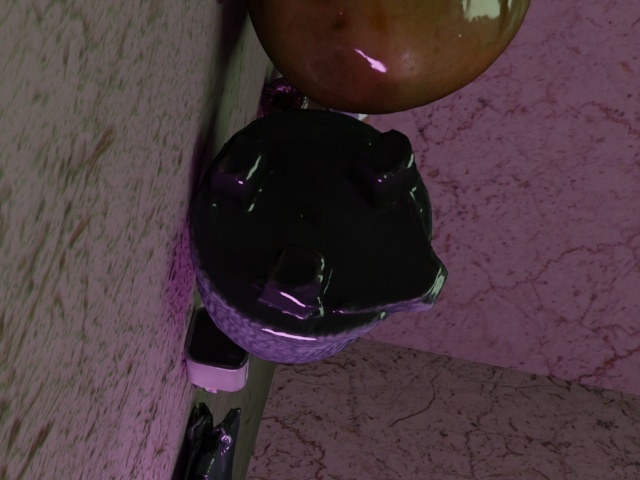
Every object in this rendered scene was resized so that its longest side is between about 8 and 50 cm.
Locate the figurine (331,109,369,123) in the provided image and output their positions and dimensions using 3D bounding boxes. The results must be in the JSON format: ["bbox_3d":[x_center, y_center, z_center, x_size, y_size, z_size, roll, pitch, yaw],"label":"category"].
[{"bbox_3d":[0.020,-0.277,2.195,0.133,0.193,0.274,72,29,-63],"label":"figurine"}]

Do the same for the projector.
[{"bbox_3d":[-0.131,0.142,1.731,0.082,0.083,0.083,99,3,-63],"label":"projector"}]

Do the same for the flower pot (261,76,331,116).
[{"bbox_3d":[-0.047,-0.210,2.057,0.089,0.111,0.111,45,55,-70],"label":"flower pot"}]

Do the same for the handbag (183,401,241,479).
[{"bbox_3d":[-0.182,0.405,1.954,0.247,0.079,0.260,-77,177,-48],"label":"handbag"}]

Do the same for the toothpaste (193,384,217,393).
[{"bbox_3d":[-0.147,0.130,1.915,0.043,0.037,0.178,91,11,-74],"label":"toothpaste"}]

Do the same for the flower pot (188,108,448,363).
[{"bbox_3d":[0.000,0.000,1.534,0.283,0.299,0.299,108,-5,-68],"label":"flower pot"}]

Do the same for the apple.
[{"bbox_3d":[0.066,-0.321,1.510,0.338,0.338,0.305,-76,157,-49],"label":"apple"}]

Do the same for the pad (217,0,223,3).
[{"bbox_3d":[-0.088,-0.340,1.274,0.267,0.004,0.181,72,29,-85],"label":"pad"}]
